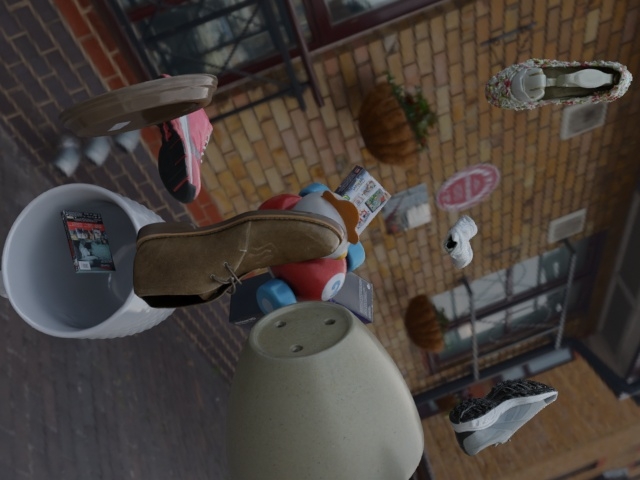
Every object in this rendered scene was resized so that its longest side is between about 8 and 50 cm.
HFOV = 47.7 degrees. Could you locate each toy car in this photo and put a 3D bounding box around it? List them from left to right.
[{"bbox_3d":[0.000,0.000,1.237,0.238,0.219,0.210,-22,-81,57],"label":"toy car"}]

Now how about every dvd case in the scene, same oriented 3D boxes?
[{"bbox_3d":[-0.426,0.003,1.330,0.087,0.013,0.119,4,62,-58],"label":"dvd case"}]

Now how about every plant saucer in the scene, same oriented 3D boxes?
[{"bbox_3d":[-0.307,-0.227,1.246,0.278,0.278,0.041,-111,-174,-84],"label":"plant saucer"}]

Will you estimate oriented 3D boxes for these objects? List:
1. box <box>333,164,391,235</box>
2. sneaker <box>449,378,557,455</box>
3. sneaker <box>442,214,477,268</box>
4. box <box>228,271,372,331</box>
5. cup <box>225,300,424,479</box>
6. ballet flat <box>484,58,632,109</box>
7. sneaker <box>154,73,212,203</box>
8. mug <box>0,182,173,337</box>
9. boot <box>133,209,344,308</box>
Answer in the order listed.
[{"bbox_3d":[0.063,-0.064,1.721,0.114,0.207,0.036,42,-4,-30],"label":"box"},{"bbox_3d":[0.402,0.381,1.582,0.100,0.272,0.108,15,-60,65],"label":"sneaker"},{"bbox_3d":[0.272,0.011,1.455,0.054,0.061,0.152,44,-21,31],"label":"sneaker"},{"bbox_3d":[-0.043,0.136,1.587,0.184,0.261,0.103,35,47,-43],"label":"box"},{"bbox_3d":[-0.010,0.238,1.164,0.331,0.331,0.237,-111,-170,-65],"label":"cup"},{"bbox_3d":[0.399,-0.270,1.225,0.077,0.241,0.091,-17,102,-73],"label":"ballet flat"},{"bbox_3d":[-0.300,-0.238,1.680,0.136,0.116,0.313,0,73,-42],"label":"sneaker"},{"bbox_3d":[-0.450,0.064,1.429,0.328,0.374,0.276,35,45,-76],"label":"mug"},{"bbox_3d":[-0.115,0.032,0.987,0.112,0.305,0.115,61,26,-52],"label":"boot"}]
